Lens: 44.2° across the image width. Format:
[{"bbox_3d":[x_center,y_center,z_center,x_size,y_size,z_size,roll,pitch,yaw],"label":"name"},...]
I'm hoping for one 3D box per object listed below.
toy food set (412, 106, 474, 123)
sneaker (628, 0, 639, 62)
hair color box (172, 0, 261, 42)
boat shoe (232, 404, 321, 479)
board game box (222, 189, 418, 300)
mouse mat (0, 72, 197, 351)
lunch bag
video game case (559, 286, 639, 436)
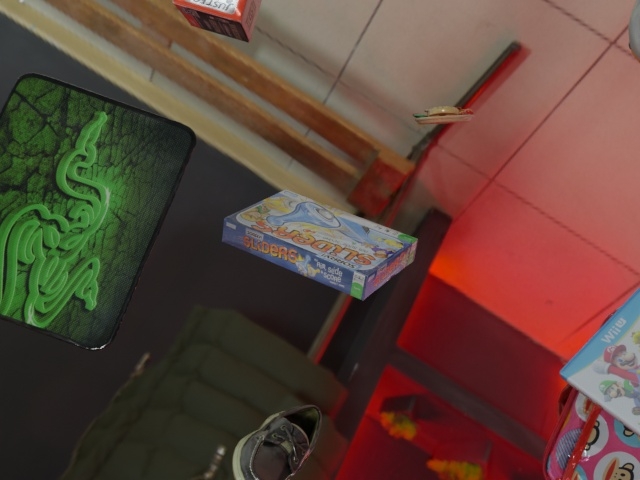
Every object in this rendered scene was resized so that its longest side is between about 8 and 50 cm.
[{"bbox_3d":[0.165,-0.169,1.065,0.082,0.083,0.020,5,101,53],"label":"toy food set"},{"bbox_3d":[0.270,-0.203,0.448,0.099,0.121,0.262,52,128,17],"label":"sneaker"},{"bbox_3d":[-0.045,-0.198,0.471,0.043,0.072,0.141,15,94,-2],"label":"hair color box"},{"bbox_3d":[-0.035,0.184,0.712,0.049,0.152,0.056,-38,93,15],"label":"boat shoe"},{"bbox_3d":[0.000,0.000,0.968,0.201,0.136,0.035,21,119,24],"label":"board game box"},{"bbox_3d":[-0.194,-0.027,0.594,0.152,0.190,0.007,19,165,1],"label":"mouse mat"},{"bbox_3d":[0.432,0.235,1.048,0.120,0.293,0.258,36,166,-34],"label":"lunch bag"},{"bbox_3d":[0.290,0.111,0.615,0.166,0.119,0.015,39,171,45],"label":"video game case"}]
